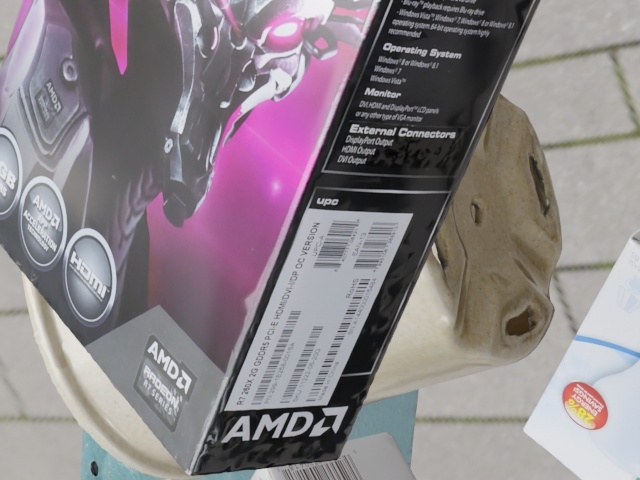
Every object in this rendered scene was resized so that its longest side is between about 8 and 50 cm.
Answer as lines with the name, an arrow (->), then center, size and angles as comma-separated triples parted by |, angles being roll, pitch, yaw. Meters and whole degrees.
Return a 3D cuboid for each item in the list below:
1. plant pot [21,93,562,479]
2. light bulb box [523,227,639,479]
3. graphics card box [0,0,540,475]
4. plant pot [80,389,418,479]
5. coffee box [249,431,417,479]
plant pot -> 0.000, 0.000, 1.301 | 0.305, 0.334, 0.333 | -12, 109, 33
light bulb box -> 0.488, 0.182, 2.055 | 0.358, 0.225, 0.361 | 41, 136, 21
graphics card box -> -0.022, -0.115, 0.734 | 0.233, 0.094, 0.371 | 44, 123, 39
plant pot -> -0.088, 0.210, 1.646 | 0.248, 0.252, 0.247 | 21, 111, 47
coffee box -> 0.032, 0.258, 1.018 | 0.246, 0.098, 0.141 | 61, 142, 28
